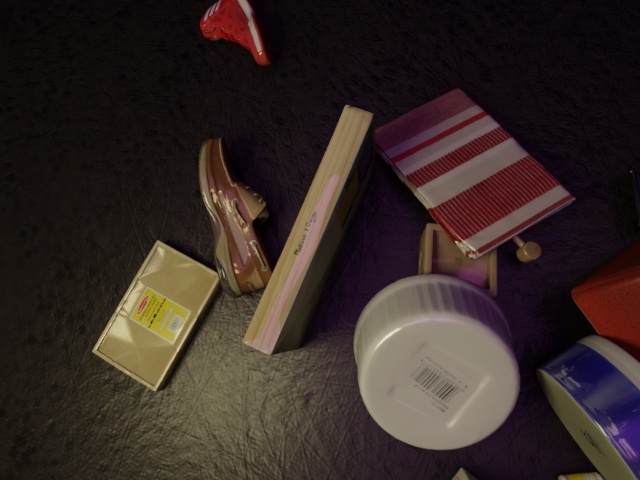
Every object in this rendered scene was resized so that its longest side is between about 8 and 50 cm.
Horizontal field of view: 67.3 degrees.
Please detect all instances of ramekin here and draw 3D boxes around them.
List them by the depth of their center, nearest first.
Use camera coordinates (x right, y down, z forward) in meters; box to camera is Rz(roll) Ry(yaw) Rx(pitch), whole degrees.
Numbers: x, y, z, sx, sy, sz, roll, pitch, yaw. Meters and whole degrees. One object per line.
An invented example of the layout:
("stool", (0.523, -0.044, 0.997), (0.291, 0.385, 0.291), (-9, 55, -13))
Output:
("ramekin", (0.190, 0.207, 0.801), (0.277, 0.135, 0.277), (2, 107, 6))

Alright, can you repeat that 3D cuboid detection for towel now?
("towel", (0.275, -0.138, 0.910), (0.237, 0.037, 0.329), (-29, 64, -13))

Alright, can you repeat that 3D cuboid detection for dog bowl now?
("dog bowl", (0.458, 0.283, 0.735), (0.104, 0.265, 0.264), (-32, 76, 3))

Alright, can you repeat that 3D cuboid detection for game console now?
("game console", (0.619, -0.076, 0.884), (0.071, 0.107, 0.122), (-11, 75, 35))

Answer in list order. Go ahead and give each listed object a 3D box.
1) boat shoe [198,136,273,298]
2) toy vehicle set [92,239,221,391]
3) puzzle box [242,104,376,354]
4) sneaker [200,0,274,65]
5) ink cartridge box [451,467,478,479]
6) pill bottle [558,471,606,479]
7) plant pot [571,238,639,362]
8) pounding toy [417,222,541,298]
("boat shoe", (-0.163, -0.050, 0.978), (0.120, 0.122, 0.323), (-13, 85, 1))
("toy vehicle set", (-0.332, 0.152, 0.996), (0.166, 0.035, 0.266), (28, 84, 13))
("puzzle box", (0.000, 0.000, 0.858), (0.052, 0.272, 0.408), (22, 82, 11))
("sneaker", (-0.191, -0.458, 1.084), (0.128, 0.087, 0.221), (-26, 64, 11))
("ink cartridge box", (0.238, 0.529, 0.767), (0.168, 0.171, 0.232), (37, 87, 13))
("pill bottle", (0.456, 0.421, 0.821), (0.083, 0.043, 0.043), (-9, 78, 6))
("plant pot", (0.610, 0.096, 0.710), (0.267, 0.235, 0.267), (-23, 74, -31))
("pounding toy", (0.293, 0.027, 0.903), (0.206, 0.094, 0.181), (6, 70, 3))
